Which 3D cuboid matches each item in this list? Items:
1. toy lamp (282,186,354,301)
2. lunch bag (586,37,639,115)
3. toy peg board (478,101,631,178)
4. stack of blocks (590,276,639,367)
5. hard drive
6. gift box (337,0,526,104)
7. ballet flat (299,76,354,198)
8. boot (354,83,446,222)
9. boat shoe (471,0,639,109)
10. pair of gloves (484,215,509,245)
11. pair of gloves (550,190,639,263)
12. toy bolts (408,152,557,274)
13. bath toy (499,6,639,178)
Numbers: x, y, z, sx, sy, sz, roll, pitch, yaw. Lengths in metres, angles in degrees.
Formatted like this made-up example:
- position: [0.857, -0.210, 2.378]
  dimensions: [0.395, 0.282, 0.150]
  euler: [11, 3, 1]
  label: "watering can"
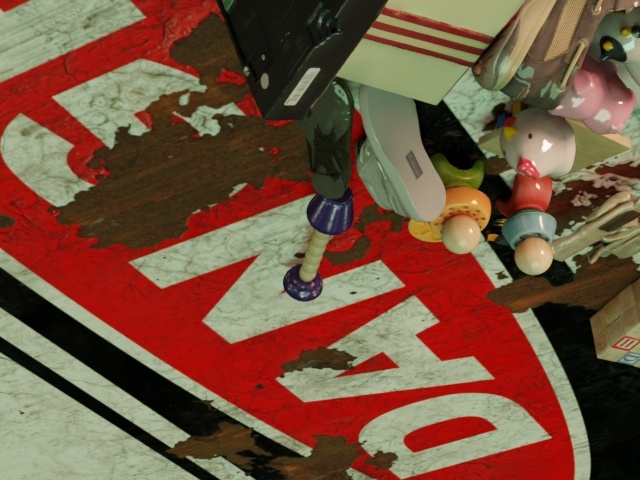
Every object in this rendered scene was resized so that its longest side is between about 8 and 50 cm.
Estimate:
- position: [0.000, 0.000, 2.271]
  dimensions: [0.080, 0.080, 0.275]
  euler: [4, 148, -11]
  label: "toy lamp"
- position: [0.381, -0.283, 1.861]
  dimensions: [0.279, 0.108, 0.224]
  euler: [11, 143, -21]
  label: "lunch bag"
- position: [0.347, -0.172, 2.069]
  dimensions: [0.161, 0.079, 0.160]
  euler: [20, 155, -30]
  label: "toy peg board"
- position: [0.643, 0.120, 2.497]
  dimensions: [0.171, 0.087, 0.297]
  euler: [13, 142, -23]
  label: "stack of blocks"
- position: [-0.046, -0.335, 1.543]
  dimensions: [0.064, 0.339, 0.237]
  euler: [-5, 150, -33]
  label: "hard drive"
- position: [0.078, -0.325, 1.635]
  dimensions: [0.258, 0.276, 0.255]
  euler: [14, 137, -22]
  label: "gift box"
- position: [0.016, -0.161, 2.063]
  dimensions: [0.084, 0.058, 0.250]
  euler: [13, 143, 15]
  label: "ballet flat"
- position: [0.088, -0.139, 2.061]
  dimensions: [0.123, 0.095, 0.258]
  euler: [14, 136, 47]
  label: "boot"
- position: [0.318, -0.315, 1.667]
  dimensions: [0.130, 0.132, 0.355]
  euler: [31, 97, -13]
  label: "boat shoe"
- position: [0.318, -0.016, 2.335]
  dimensions: [0.074, 0.010, 0.083]
  euler: [2, 146, -9]
  label: "pair of gloves"
- position: [0.491, -0.024, 2.274]
  dimensions: [0.204, 0.042, 0.240]
  euler: [-34, 154, 30]
  label: "pair of gloves"
- position: [0.257, -0.010, 2.205]
  dimensions: [0.228, 0.159, 0.218]
  euler: [6, 145, -14]
  label: "toy bolts"
- position: [0.354, -0.195, 1.781]
  dimensions: [0.151, 0.129, 0.348]
  euler: [46, 125, -3]
  label: "bath toy"
